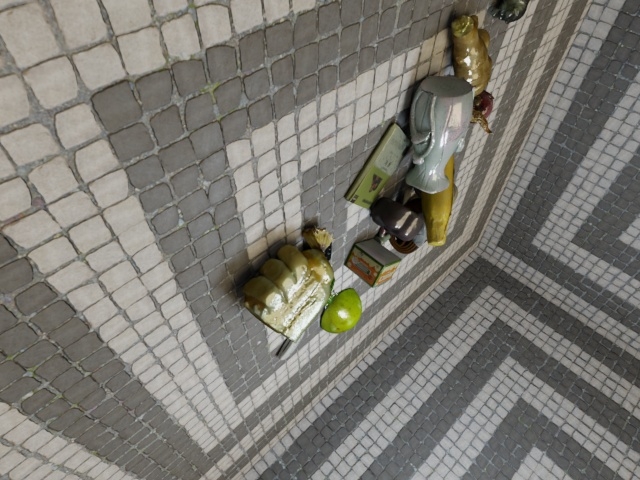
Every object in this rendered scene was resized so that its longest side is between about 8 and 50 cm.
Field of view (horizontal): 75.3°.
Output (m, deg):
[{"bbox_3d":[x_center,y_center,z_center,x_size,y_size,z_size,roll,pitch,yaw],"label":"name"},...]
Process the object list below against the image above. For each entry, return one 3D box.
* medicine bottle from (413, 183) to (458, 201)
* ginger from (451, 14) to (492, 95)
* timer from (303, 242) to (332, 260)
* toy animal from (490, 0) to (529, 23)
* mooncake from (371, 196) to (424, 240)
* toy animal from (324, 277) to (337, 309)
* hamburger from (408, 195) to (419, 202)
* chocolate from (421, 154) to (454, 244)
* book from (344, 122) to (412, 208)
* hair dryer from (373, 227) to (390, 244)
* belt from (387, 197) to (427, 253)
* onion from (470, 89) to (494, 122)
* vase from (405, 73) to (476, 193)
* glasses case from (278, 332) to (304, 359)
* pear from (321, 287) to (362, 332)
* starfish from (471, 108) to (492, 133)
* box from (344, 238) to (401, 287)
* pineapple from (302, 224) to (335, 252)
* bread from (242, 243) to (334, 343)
[{"bbox_3d":[0.604,-0.267,2.165,0.322,0.151,0.151,5,120,-58],"label":"medicine bottle"},{"bbox_3d":[0.601,-0.731,1.591,0.236,0.166,0.375,-39,156,-7],"label":"ginger"},{"bbox_3d":[-0.017,0.060,1.733,0.144,0.055,0.187,-37,153,-23],"label":"timer"},{"bbox_3d":[0.788,-1.016,1.588,0.168,0.106,0.343,-6,125,-53],"label":"toy animal"},{"bbox_3d":[0.348,-0.099,1.889,0.133,0.245,0.245,-55,153,-2],"label":"mooncake"},{"bbox_3d":[0.060,0.257,2.104,0.075,0.041,0.216,-16,132,-46],"label":"toy animal"},{"bbox_3d":[0.507,-0.168,2.215,0.141,0.081,0.126,-56,153,6],"label":"hamburger"},{"bbox_3d":[0.539,-0.196,1.922,0.162,0.162,0.445,14,77,-61],"label":"chocolate"},{"bbox_3d":[0.251,-0.295,1.725,0.352,0.035,0.239,-58,154,11],"label":"book"},{"bbox_3d":[0.331,-0.051,2.135,0.106,0.054,0.154,-30,142,-43],"label":"hair dryer"},{"bbox_3d":[0.464,-0.070,2.116,0.122,0.217,0.338,-33,158,-30],"label":"belt"},{"bbox_3d":[0.716,-0.612,1.928,0.159,0.159,0.195,-53,164,3],"label":"onion"},{"bbox_3d":[0.459,-0.408,1.661,0.250,0.250,0.445,-34,142,-31],"label":"vase"},{"bbox_3d":[-0.147,0.524,2.100,0.197,0.049,0.076,-56,152,10],"label":"glasses case"},{"bbox_3d":[0.129,0.386,2.278,0.288,0.139,0.239,-45,144,-14],"label":"pear"},{"bbox_3d":[0.576,-0.555,1.777,0.294,0.084,0.301,-23,107,-8],"label":"starfish"},{"bbox_3d":[0.257,0.111,2.051,0.178,0.195,0.148,-16,137,-50],"label":"box"},{"bbox_3d":[0.000,0.000,1.602,0.137,0.116,0.069,12,160,-37],"label":"pineapple"},{"bbox_3d":[-0.116,0.169,1.547,0.341,0.210,0.300,-53,131,-8],"label":"bread"}]
